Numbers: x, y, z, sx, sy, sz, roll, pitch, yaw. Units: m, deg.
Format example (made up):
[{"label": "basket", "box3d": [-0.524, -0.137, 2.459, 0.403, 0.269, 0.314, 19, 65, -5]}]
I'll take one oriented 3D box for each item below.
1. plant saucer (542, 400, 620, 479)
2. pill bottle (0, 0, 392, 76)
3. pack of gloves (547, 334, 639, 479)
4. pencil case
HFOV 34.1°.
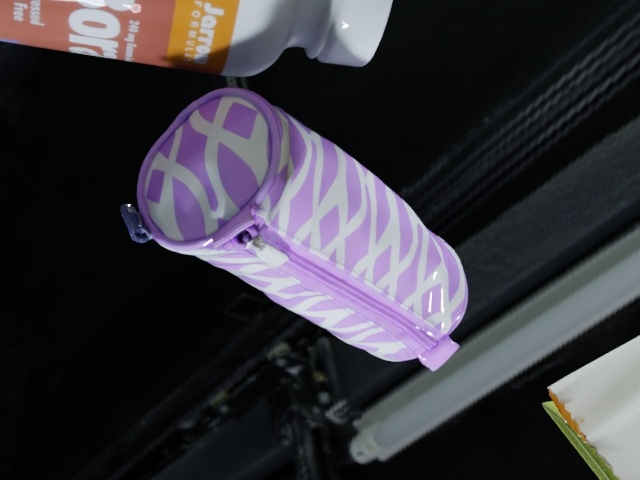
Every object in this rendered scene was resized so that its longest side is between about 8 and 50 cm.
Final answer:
[{"label": "plant saucer", "box3d": [0.261, 0.200, 0.840, 0.045, 0.188, 0.188, -37, -98, 3]}, {"label": "pill bottle", "box3d": [-0.076, -0.144, 0.494, 0.121, 0.216, 0.121, -173, -90, -79]}, {"label": "pack of gloves", "box3d": [0.216, 0.055, 0.319, 0.232, 0.046, 0.195, -29, -152, 0]}, {"label": "pencil case", "box3d": [0.000, 0.000, 0.532, 0.086, 0.206, 0.088, -47, -129, 11]}]
